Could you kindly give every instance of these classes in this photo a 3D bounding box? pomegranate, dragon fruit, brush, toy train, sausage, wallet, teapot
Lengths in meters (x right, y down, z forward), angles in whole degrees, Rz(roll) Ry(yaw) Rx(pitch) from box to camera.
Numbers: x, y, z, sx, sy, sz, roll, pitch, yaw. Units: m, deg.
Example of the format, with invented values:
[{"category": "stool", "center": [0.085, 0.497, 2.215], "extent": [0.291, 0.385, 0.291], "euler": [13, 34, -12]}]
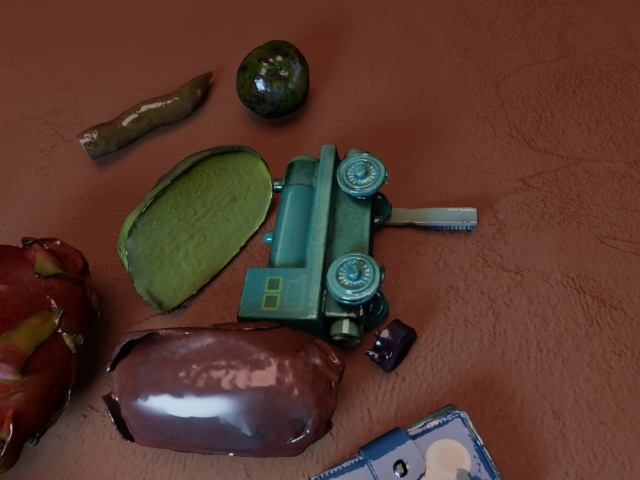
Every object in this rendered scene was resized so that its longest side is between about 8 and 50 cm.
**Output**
[{"category": "pomegranate", "center": [-0.097, -0.296, 0.896], "extent": [0.163, 0.125, 0.138], "euler": [37, 79, 25]}, {"category": "dragon fruit", "center": [-0.406, 0.135, 0.590], "extent": [0.250, 0.250, 0.315], "euler": [30, 83, 22]}, {"category": "brush", "center": [0.150, -0.034, 0.766], "extent": [0.178, 0.030, 0.033], "euler": [1, 66, 18]}, {"category": "toy train", "center": [0.000, 0.000, 0.697], "extent": [0.194, 0.120, 0.298], "euler": [0, 59, 13]}, {"category": "sausage", "center": [-0.111, 0.169, 0.581], "extent": [0.279, 0.152, 0.152], "euler": [0, 57, 6]}, {"category": "wallet", "center": [0.098, 0.282, 0.547], "extent": [0.202, 0.059, 0.141], "euler": [-23, 65, -8]}, {"category": "teapot", "center": [0.091, 0.130, 0.642], "extent": [0.045, 0.068, 0.100], "euler": [33, 30, 25]}]

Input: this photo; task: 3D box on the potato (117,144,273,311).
[{"category": "potato", "center": [-0.196, -0.039, 0.737], "extent": [0.111, 0.160, 0.272], "euler": [17, 58, 43]}]

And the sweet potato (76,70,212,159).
[{"category": "sweet potato", "center": [-0.300, -0.230, 0.909], "extent": [0.281, 0.059, 0.067], "euler": [-33, 25, -20]}]
